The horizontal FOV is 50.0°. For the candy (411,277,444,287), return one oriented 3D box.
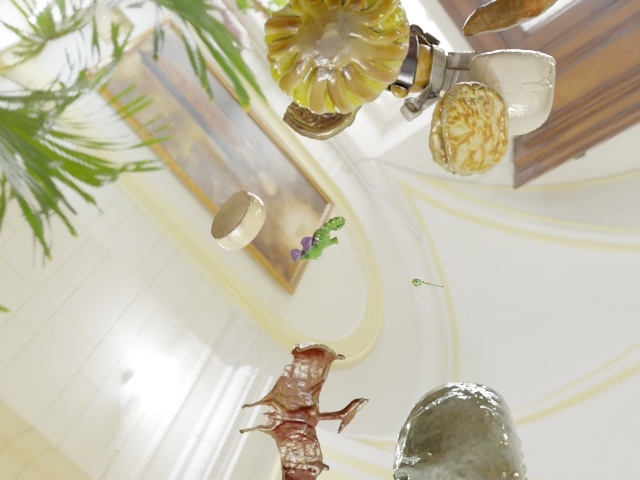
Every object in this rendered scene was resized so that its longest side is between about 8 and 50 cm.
[{"bbox_3d":[0.273,0.110,1.739,0.083,0.025,0.023,9,-146,25],"label":"candy"}]

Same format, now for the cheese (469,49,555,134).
[{"bbox_3d":[0.450,-0.344,1.614,0.154,0.198,0.189,69,22,-73],"label":"cheese"}]

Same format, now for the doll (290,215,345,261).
[{"bbox_3d":[0.000,0.000,1.582,0.115,0.050,0.190,-22,163,-29],"label":"doll"}]

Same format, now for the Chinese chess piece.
[{"bbox_3d":[-0.162,-0.039,1.359,0.122,0.051,0.122,-31,-142,29],"label":"Chinese chess piece"}]

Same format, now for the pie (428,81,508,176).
[{"bbox_3d":[0.320,-0.240,1.486,0.179,0.205,0.084,-20,-158,-23],"label":"pie"}]

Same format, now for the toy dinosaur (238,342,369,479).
[{"bbox_3d":[-0.035,0.318,1.141,0.327,0.207,0.113,-59,-163,13],"label":"toy dinosaur"}]

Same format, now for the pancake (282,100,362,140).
[{"bbox_3d":[0.000,-0.354,1.615,0.212,0.235,0.029,-14,176,11],"label":"pancake"}]

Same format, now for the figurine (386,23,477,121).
[{"bbox_3d":[0.255,-0.442,1.767,0.143,0.308,0.308,105,12,-46],"label":"figurine"}]

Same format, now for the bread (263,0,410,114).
[{"bbox_3d":[0.023,-0.281,0.972,0.213,0.213,0.105,-39,-178,9],"label":"bread"}]

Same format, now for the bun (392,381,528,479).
[{"bbox_3d":[0.224,0.418,1.124,0.211,0.362,0.362,-3,-157,3],"label":"bun"}]

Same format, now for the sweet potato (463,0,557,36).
[{"bbox_3d":[0.439,-0.524,1.537,0.097,0.097,0.292,-51,-165,-28],"label":"sweet potato"}]
